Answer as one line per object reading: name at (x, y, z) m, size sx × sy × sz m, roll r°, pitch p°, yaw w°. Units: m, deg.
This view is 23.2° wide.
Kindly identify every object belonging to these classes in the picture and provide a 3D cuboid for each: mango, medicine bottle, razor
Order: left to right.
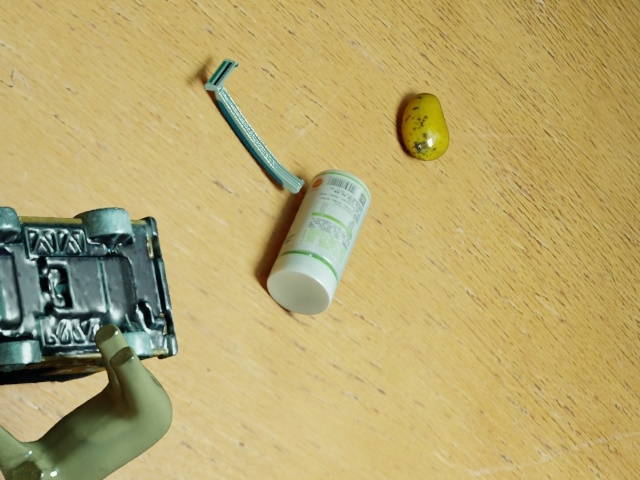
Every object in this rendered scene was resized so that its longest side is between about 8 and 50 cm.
razor at (-0.085, -0.136, 1.972) m, size 0.191 × 0.037 × 0.068 m, roll 56°, pitch 37°, yaw -22°
medicine bottle at (0.000, 0.000, 1.981) m, size 0.086 × 0.086 × 0.183 m, roll 48°, pitch 45°, yaw -27°
mango at (0.153, -0.165, 2.249) m, size 0.079 × 0.057 × 0.114 m, roll 32°, pitch 50°, yaw -29°

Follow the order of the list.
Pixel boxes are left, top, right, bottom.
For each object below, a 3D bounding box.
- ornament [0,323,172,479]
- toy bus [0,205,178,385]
ornament at (-0.243, 0.212, 1.493) m, size 0.061 × 0.230 × 0.245 m, roll 48°, pitch -12°, yaw 31°
toy bus at (-0.312, 0.061, 1.505) m, size 0.323 × 0.194 × 0.162 m, roll 1°, pitch 76°, yaw -53°
